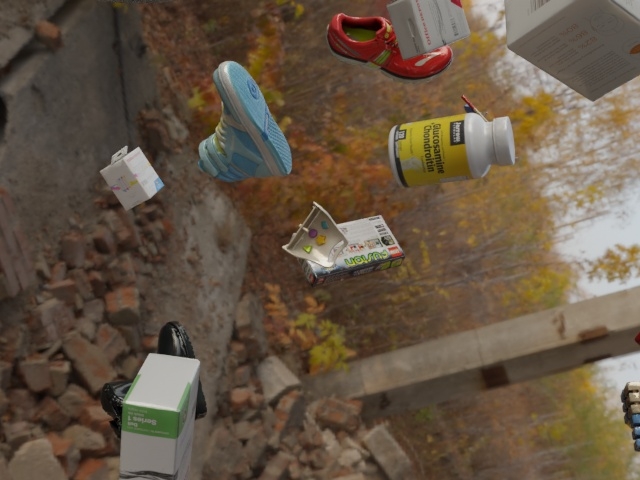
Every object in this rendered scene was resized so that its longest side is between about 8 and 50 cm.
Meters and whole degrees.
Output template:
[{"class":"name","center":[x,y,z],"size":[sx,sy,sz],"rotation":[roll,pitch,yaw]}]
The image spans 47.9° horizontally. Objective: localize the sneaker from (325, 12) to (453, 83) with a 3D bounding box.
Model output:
[{"class":"sneaker","center":[0.146,-0.415,1.531],"size":[0.118,0.278,0.107],"rotation":[89,14,-71]}]

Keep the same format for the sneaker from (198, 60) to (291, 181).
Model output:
[{"class":"sneaker","center":[-0.213,-0.245,1.625],"size":[0.127,0.208,0.319],"rotation":[-85,156,-43]}]

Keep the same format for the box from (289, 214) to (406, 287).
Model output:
[{"class":"box","center":[0.055,0.019,1.437],"size":[0.114,0.207,0.036],"rotation":[62,-30,30]}]

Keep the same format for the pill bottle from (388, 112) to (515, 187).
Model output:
[{"class":"pill bottle","center":[0.206,-0.144,1.133],"size":[0.103,0.184,0.103],"rotation":[-6,90,-68]}]

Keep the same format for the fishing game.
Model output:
[{"class":"fishing game","center":[0.416,-0.262,1.743],"size":[0.189,0.041,0.264],"rotation":[54,10,22]}]

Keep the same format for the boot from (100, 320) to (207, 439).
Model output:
[{"class":"boot","center":[-0.378,0.300,1.582],"size":[0.207,0.094,0.247],"rotation":[-4,62,-35]}]

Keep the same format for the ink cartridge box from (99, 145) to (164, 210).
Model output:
[{"class":"ink cartridge box","center":[-0.505,-0.172,1.917],"size":[0.143,0.089,0.092],"rotation":[59,26,-16]}]

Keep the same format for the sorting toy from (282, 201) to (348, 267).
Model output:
[{"class":"sorting toy","center":[0.000,0.000,1.059],"size":[0.075,0.083,0.045],"rotation":[37,6,18]}]

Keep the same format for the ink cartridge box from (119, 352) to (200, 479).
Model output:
[{"class":"ink cartridge box","center":[-0.261,0.320,1.167],"size":[0.160,0.092,0.220],"rotation":[-83,-178,-71]}]

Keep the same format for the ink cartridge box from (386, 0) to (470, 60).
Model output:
[{"class":"ink cartridge box","center":[0.203,-0.413,1.353],"size":[0.150,0.063,0.109],"rotation":[-30,106,-39]}]

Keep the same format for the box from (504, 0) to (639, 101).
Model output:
[{"class":"box","center":[0.332,-0.267,0.886],"size":[0.170,0.130,0.091],"rotation":[20,59,-31]}]

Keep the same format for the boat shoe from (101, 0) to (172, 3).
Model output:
[{"class":"boat shoe","center":[-0.137,-0.291,0.692],"size":[0.109,0.302,0.094],"rotation":[-16,105,-62]}]

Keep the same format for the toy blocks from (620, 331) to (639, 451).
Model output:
[{"class":"toy blocks","center":[0.582,0.266,1.089],"size":[0.191,0.260,0.382],"rotation":[55,33,-61]}]
